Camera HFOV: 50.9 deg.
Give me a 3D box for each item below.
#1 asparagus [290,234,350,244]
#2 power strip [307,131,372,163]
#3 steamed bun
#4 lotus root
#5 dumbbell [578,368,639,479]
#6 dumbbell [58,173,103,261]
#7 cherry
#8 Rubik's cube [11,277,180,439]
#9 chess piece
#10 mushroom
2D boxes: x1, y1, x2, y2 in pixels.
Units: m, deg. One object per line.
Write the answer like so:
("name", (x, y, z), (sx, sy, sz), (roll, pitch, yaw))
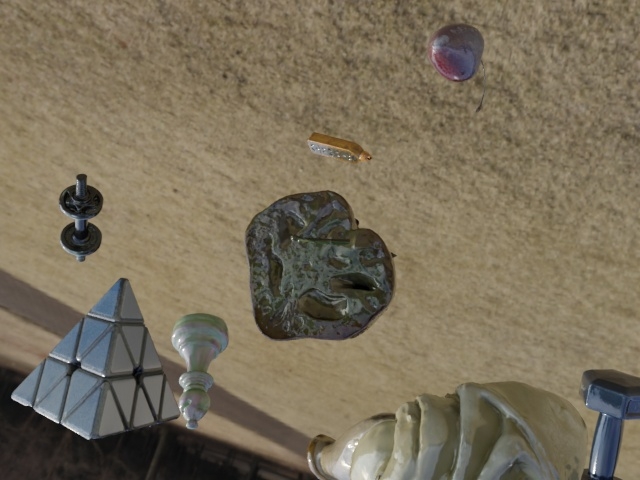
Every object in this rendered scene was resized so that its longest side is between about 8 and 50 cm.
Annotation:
("asparagus", (0.000, 0.000, 1.418), (0.127, 0.018, 0.015), (4, 137, -7))
("power strip", (0.044, -0.209, 1.547), (0.178, 0.028, 0.049), (19, 150, 32))
("steamed bun", (0.234, 0.384, 1.033), (0.352, 0.247, 0.339), (15, 134, -35))
("lotus root", (-0.017, 0.076, 1.597), (0.390, 0.375, 0.111), (36, -176, 16))
("dumbbell", (0.630, 0.448, 1.480), (0.143, 0.316, 0.156), (8, -172, 9))
("dumbbell", (-0.453, -0.037, 1.273), (0.081, 0.082, 0.254), (19, 140, -5))
("cherry", (0.296, -0.387, 1.490), (0.115, 0.188, 0.148), (12, -170, 27))
("Rubik's cube", (-0.389, 0.252, 1.207), (0.228, 0.228, 0.233), (44, 139, 15))
("chess piece", (-0.289, 0.312, 1.567), (0.139, 0.272, 0.139), (-1, 137, -1))
("mushroom", (0.084, 0.425, 1.350), (0.128, 0.128, 0.350), (26, 147, -20))
